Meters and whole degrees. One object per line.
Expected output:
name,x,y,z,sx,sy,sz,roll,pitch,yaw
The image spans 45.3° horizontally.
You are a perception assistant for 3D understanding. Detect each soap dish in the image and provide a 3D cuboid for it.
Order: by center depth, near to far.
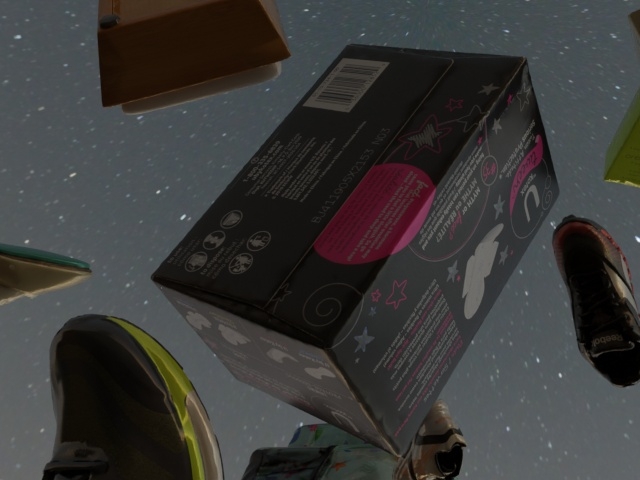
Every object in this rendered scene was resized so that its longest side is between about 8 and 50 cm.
soap dish,-0.172,-0.297,0.972,0.229,0.291,0.118,-15,-46,0

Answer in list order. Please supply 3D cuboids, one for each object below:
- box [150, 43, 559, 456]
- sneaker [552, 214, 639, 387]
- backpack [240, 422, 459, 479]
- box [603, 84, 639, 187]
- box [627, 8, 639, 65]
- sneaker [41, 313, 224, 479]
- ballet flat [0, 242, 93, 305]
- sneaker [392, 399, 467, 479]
box,0.036,-0.005,0.548,0.163,0.247,0.142,16,-32,39
sneaker,0.417,0.097,1.135,0.098,0.135,0.276,-19,-80,26
backpack,0.051,0.317,0.840,0.253,0.191,0.225,-12,-64,36
box,0.302,-0.102,0.594,0.109,0.042,0.178,12,-32,6
box,0.509,-0.197,0.988,0.127,0.148,0.232,-24,-114,20
sneaker,-0.123,0.184,0.398,0.111,0.121,0.300,-22,-111,39
ballet flat,-0.382,0.028,0.843,0.248,0.086,0.086,19,-70,-20
sneaker,0.083,0.173,0.583,0.040,0.044,0.109,-14,-50,-21
